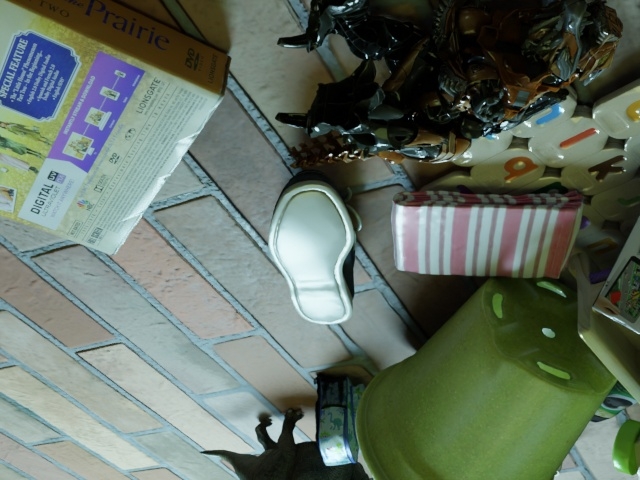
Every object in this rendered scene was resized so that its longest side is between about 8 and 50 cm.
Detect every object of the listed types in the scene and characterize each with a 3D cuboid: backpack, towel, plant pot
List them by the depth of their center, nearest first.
[{"bbox_3d":[0.176,-0.007,0.955,0.197,0.029,0.144,2,147,7],"label":"towel"},{"bbox_3d":[0.216,0.181,1.061,0.276,0.276,0.253,16,130,-13],"label":"plant pot"},{"bbox_3d":[0.036,0.266,1.283,0.084,0.114,0.105,-4,141,12],"label":"backpack"}]

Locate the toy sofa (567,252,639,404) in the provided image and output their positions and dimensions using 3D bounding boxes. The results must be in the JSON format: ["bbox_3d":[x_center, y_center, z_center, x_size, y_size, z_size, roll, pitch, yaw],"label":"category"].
[{"bbox_3d":[0.443,0.016,0.872,0.363,0.177,0.150,-26,123,34],"label":"toy sofa"}]

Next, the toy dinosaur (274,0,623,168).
[{"bbox_3d":[0.086,-0.120,0.754,0.219,0.164,0.322,17,131,-39],"label":"toy dinosaur"}]

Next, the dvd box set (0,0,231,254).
[{"bbox_3d":[-0.338,-0.148,0.829,0.421,0.062,0.307,21,140,-21],"label":"dvd box set"}]

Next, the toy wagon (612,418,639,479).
[{"bbox_3d":[0.420,0.243,0.837,0.267,0.068,0.344,11,129,39],"label":"toy wagon"}]

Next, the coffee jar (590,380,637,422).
[{"bbox_3d":[0.394,0.172,1.146,0.096,0.079,0.184,22,139,-25],"label":"coffee jar"}]

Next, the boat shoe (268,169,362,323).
[{"bbox_3d":[0.000,0.000,0.968,0.095,0.079,0.254,-4,144,10],"label":"boat shoe"}]

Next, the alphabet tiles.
[{"bbox_3d":[0.255,-0.062,0.903,0.284,0.021,0.278,34,137,-32],"label":"alphabet tiles"}]

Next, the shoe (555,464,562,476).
[{"bbox_3d":[0.279,0.352,1.412,0.219,0.058,0.076,-7,141,15],"label":"shoe"}]

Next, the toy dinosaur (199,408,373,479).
[{"bbox_3d":[-0.035,0.352,1.366,0.314,0.160,0.121,6,142,-3],"label":"toy dinosaur"}]

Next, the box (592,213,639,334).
[{"bbox_3d":[0.343,-0.002,0.787,0.036,0.114,0.206,1,116,-53],"label":"box"}]
